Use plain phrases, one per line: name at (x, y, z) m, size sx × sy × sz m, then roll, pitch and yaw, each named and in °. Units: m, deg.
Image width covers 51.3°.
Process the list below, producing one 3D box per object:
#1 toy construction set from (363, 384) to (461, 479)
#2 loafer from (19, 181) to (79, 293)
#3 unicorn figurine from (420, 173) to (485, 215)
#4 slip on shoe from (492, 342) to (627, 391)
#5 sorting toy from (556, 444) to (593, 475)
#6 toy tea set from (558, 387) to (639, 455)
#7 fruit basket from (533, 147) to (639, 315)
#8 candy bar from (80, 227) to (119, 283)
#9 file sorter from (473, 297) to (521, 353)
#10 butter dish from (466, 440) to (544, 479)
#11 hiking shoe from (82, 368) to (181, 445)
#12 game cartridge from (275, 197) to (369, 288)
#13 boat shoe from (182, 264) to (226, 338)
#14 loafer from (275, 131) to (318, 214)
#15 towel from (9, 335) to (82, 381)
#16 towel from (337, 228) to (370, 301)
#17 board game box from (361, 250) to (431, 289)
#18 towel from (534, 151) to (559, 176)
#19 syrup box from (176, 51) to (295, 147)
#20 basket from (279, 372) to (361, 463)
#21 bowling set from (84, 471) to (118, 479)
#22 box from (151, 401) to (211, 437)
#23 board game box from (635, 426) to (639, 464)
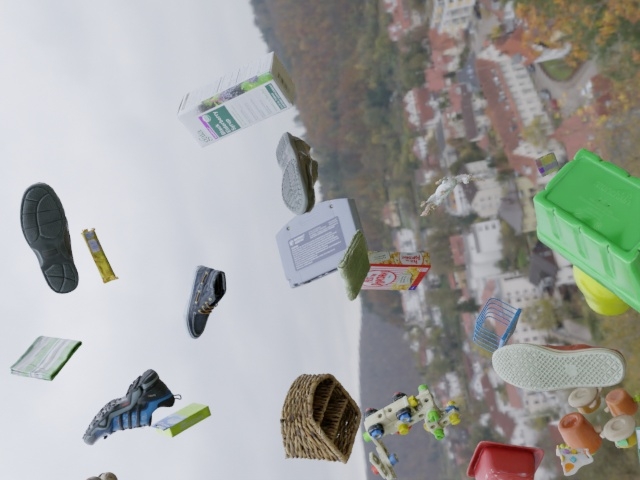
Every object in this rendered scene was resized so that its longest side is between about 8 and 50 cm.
toy construction set at (0.256, 0.564, 2.007) m, size 0.215 × 0.327 × 0.151 m, roll 45°, pitch -176°, yaw -37°
loafer at (-0.609, -0.010, 1.504) m, size 0.084 × 0.096 × 0.268 m, roll -123°, pitch 25°, yaw -62°
unicorn figurine at (0.323, -0.129, 1.715) m, size 0.111 × 0.162 × 0.060 m, roll -24°, pitch -98°, yaw -51°
slip on shoe at (0.596, 0.312, 1.676) m, size 0.101 × 0.331 × 0.123 m, roll -5°, pitch -92°, yaw -55°
sorting toy at (0.621, 0.527, 1.627) m, size 0.083 × 0.075 × 0.045 m, roll -72°, pitch -29°, yaw -73°
toy tea set at (0.785, 0.488, 1.749) m, size 0.124 × 0.200 × 0.336 m, roll 52°, pitch 152°, yaw -11°
fruit basket at (0.695, 0.013, 1.545) m, size 0.392 × 0.283 × 0.392 m, roll 43°, pitch -175°, yaw -4°
candy bar at (-0.547, 0.039, 1.651) m, size 0.018 × 0.040 × 0.161 m, roll -111°, pitch 5°, yaw -60°
file sorter at (0.552, 0.272, 2.104) m, size 0.118 × 0.104 × 0.170 m, roll -54°, pitch -23°, yaw -18°
butter dish at (0.437, 0.563, 1.572) m, size 0.118 × 0.159 × 0.160 m, roll -79°, pitch -3°, yaw -50°
hiking shoe at (-0.558, 0.514, 1.937) m, size 0.132 × 0.304 × 0.113 m, roll 48°, pitch -170°, yaw -12°
game cartridge at (0.000, 0.000, 1.886) m, size 0.060 × 0.294 × 0.196 m, roll -4°, pitch -106°, yaw -51°
boat shoe at (-0.280, 0.155, 1.621) m, size 0.065 × 0.083 × 0.183 m, roll 4°, pitch -86°, yaw -54°
loafer at (-0.038, -0.153, 1.504) m, size 0.251 × 0.087 × 0.094 m, roll -102°, pitch 32°, yaw -42°
towel at (-0.620, 0.261, 1.502) m, size 0.023 × 0.152 × 0.113 m, roll 61°, pitch -138°, yaw -35°
towel at (0.078, 0.056, 1.510) m, size 0.148 × 0.027 × 0.110 m, roll -62°, pitch -37°, yaw -49°
board game box at (0.169, 0.079, 1.718) m, size 0.147 × 0.193 × 0.045 m, roll 108°, pitch 162°, yaw -61°
towel at (0.676, -0.227, 1.987) m, size 0.083 × 0.060 × 0.009 m, roll 46°, pitch -156°, yaw -44°
syrup box at (-0.179, -0.296, 1.415) m, size 0.093 × 0.236 × 0.096 m, roll 54°, pitch -155°, yaw -37°
basket at (0.008, 0.586, 2.282) m, size 0.299 × 0.223 × 0.214 m, roll -52°, pitch -41°, yaw -65°
bowling set at (-0.497, 0.637, 1.628) m, size 0.154 × 0.287 × 0.200 m, roll -34°, pitch -42°, yaw -53°
box at (-0.466, 0.598, 2.216) m, size 0.178 × 0.109 × 0.042 m, roll -22°, pitch -79°, yaw -40°
board game box at (0.741, 0.531, 1.307) m, size 0.046 × 0.213 × 0.317 m, roll 134°, pitch 139°, yaw -67°
